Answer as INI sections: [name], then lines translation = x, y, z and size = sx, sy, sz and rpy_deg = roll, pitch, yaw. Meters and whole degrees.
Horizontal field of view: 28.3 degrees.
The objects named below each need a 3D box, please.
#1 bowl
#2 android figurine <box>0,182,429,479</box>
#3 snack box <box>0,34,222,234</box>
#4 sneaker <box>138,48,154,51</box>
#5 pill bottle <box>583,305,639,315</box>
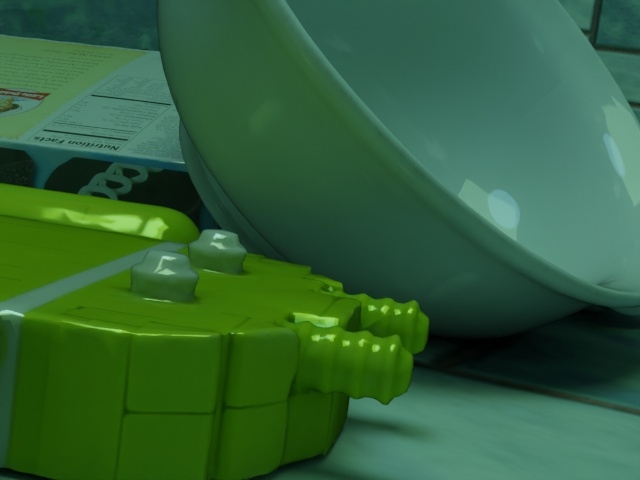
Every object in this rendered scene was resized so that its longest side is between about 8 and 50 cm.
[bowl]
translation = 0.027, -0.061, 0.613
size = 0.134, 0.298, 0.298
rpy_deg = -40, -22, 30
[android figurine]
translation = -0.103, 0.020, 0.402
size = 0.273, 0.056, 0.248
rpy_deg = 7, 7, 10
[snack box]
translation = -0.181, -0.067, 0.743
size = 0.322, 0.060, 0.187
rpy_deg = 8, 25, 14
[sneaker]
translation = -0.048, -0.087, 0.919
size = 0.293, 0.146, 0.102
rpy_deg = 11, 7, 34
[pill bottle]
translation = 0.149, -0.002, 0.738
size = 0.078, 0.078, 0.137
rpy_deg = 5, 7, -20
